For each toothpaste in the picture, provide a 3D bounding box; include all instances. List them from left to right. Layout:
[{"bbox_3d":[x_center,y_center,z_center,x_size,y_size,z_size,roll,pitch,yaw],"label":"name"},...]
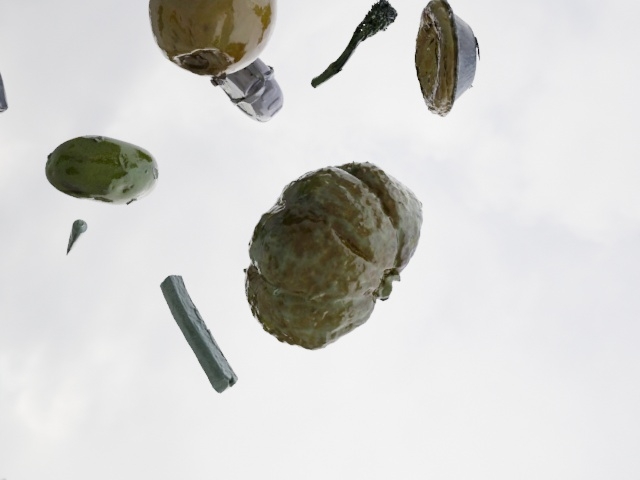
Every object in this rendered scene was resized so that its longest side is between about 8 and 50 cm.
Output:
[{"bbox_3d":[-0.680,-0.014,2.078,0.218,0.041,0.064,-37,-147,59],"label":"toothpaste"}]

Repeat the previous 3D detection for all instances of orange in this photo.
[{"bbox_3d":[0.000,0.000,1.310,0.271,0.210,0.369,25,-106,46],"label":"orange"}]

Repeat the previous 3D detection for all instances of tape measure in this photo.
[{"bbox_3d":[-0.175,-0.373,1.779,0.120,0.197,0.236,-45,-133,-11],"label":"tape measure"}]

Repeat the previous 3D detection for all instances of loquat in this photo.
[{"bbox_3d":[-0.188,-0.413,1.310,0.244,0.244,0.244,-4,-96,44],"label":"loquat"}]

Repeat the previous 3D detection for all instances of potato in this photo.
[{"bbox_3d":[-0.478,-0.159,1.651,0.186,0.253,0.149,29,-73,38],"label":"potato"}]

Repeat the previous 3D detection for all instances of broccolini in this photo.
[{"bbox_3d":[0.054,-0.342,1.326,0.239,0.051,0.054,-39,-135,48],"label":"broccolini"}]

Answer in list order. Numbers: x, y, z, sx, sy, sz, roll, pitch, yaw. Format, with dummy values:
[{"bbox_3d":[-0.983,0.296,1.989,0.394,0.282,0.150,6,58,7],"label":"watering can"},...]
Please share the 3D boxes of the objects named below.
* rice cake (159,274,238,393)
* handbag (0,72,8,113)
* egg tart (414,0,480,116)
[{"bbox_3d":[-0.228,0.172,1.386,0.045,0.042,0.245,-43,-110,27],"label":"rice cake"},{"bbox_3d":[-0.746,-0.295,1.326,0.301,0.178,0.275,-12,-70,10],"label":"handbag"},{"bbox_3d":[0.251,-0.361,1.473,0.234,0.094,0.234,175,-90,-86],"label":"egg tart"}]
